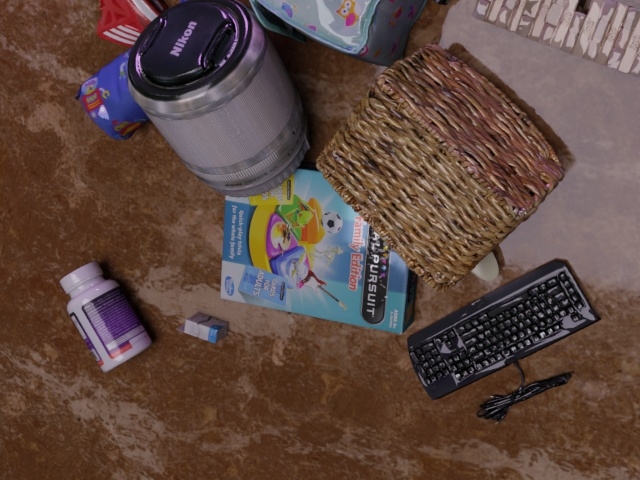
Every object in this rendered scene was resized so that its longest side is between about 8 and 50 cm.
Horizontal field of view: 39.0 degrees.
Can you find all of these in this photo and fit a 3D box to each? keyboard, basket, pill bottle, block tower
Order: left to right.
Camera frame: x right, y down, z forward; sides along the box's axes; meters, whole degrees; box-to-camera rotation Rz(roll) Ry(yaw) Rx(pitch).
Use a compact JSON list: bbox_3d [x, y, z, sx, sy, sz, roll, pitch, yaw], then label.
[{"bbox_3d":[-0.412,0.141,1.714,0.108,0.108,0.193,-30,91,25],"label":"pill bottle"},{"bbox_3d":[0.184,-0.117,1.379,0.299,0.213,0.223,45,136,6],"label":"basket"},{"bbox_3d":[0.308,0.186,1.486,0.317,0.033,0.201,-32,90,25],"label":"keyboard"},{"bbox_3d":[0.384,-0.312,1.304,0.335,0.097,0.091,24,109,16],"label":"block tower"}]

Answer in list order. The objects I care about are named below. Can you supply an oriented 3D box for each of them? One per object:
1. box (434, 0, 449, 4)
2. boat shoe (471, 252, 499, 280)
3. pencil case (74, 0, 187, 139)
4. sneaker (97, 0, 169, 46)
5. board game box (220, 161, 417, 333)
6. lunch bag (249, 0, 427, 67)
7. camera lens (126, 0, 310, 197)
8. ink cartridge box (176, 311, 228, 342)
[{"bbox_3d":[0.196,-0.407,1.372,0.052,0.062,0.083,47,114,7],"label":"box"},{"bbox_3d":[0.238,0.012,1.467,0.133,0.042,0.049,45,93,7],"label":"boat shoe"},{"bbox_3d":[-0.280,-0.301,1.555,0.306,0.119,0.133,-33,58,25],"label":"pencil case"},{"bbox_3d":[-0.377,-0.432,1.580,0.128,0.087,0.221,-41,85,23],"label":"sneaker"},{"bbox_3d":[0.000,0.000,1.536,0.336,0.079,0.253,9,106,19],"label":"board game box"},{"bbox_3d":[0.002,-0.374,1.368,0.262,0.223,0.160,26,103,14],"label":"lunch bag"},{"bbox_3d":[-0.153,-0.222,1.404,0.219,0.274,0.219,-10,57,15],"label":"camera lens"},{"bbox_3d":[-0.219,0.159,1.675,0.083,0.048,0.028,16,108,17],"label":"ink cartridge box"}]
